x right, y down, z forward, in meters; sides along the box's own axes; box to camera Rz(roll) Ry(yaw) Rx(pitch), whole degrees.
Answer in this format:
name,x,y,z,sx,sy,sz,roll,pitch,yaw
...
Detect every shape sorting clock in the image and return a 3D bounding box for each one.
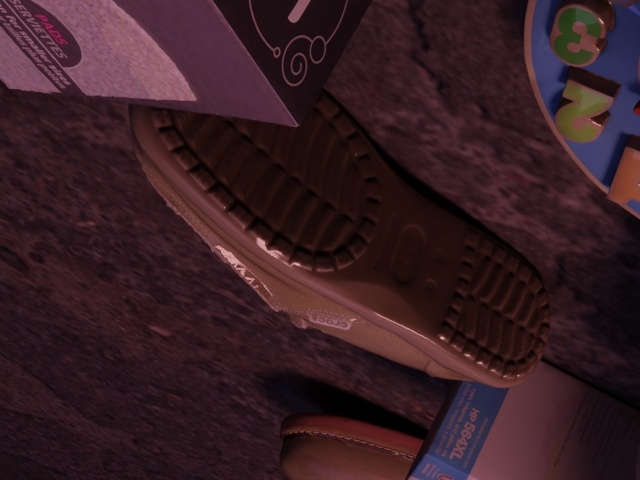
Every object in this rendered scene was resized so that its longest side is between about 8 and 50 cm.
name,x,y,z,sx,sy,sz,roll,pitch,yaw
shape sorting clock,0.175,-0.054,0.635,0.206,0.040,0.206,22,149,14

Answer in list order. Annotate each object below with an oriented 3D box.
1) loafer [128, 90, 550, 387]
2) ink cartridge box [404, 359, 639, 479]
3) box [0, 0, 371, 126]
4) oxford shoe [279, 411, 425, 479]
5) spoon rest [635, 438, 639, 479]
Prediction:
name,x,y,z,sx,sy,sz,roll,pitch,yaw
loafer,0.000,0.000,0.872,0.268,0.102,0.092,38,149,-20
ink cartridge box,0.137,0.139,1.008,0.143,0.090,0.092,28,156,4
box,-0.093,-0.172,0.585,0.163,0.142,0.247,10,149,36
oxford shoe,0.104,0.249,1.208,0.348,0.130,0.123,34,155,-11
spoon rest,0.289,0.124,0.798,0.276,0.137,0.084,2,173,27
